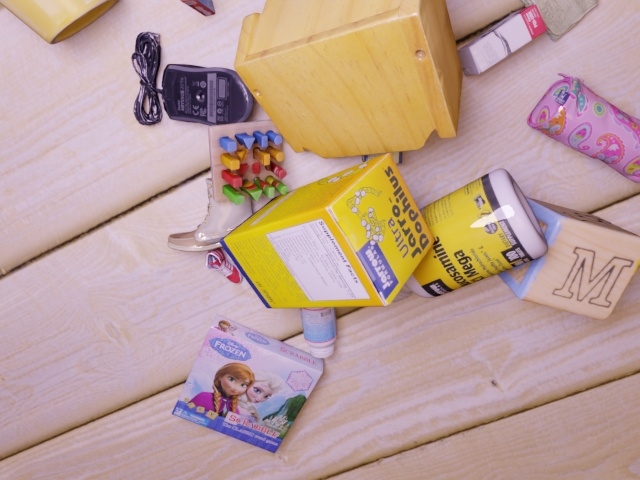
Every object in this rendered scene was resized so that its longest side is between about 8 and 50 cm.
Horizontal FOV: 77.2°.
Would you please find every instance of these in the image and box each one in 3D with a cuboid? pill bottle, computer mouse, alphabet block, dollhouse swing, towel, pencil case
[{"bbox_3d":[0.267,0.009,0.844,0.334,0.188,0.188,-30,108,31],"label":"pill bottle"},{"bbox_3d":[-0.003,0.212,1.018,0.087,0.087,0.160,-5,110,3],"label":"pill bottle"},{"bbox_3d":[-0.258,-0.317,0.847,0.272,0.072,0.188,15,112,9],"label":"computer mouse"},{"bbox_3d":[0.532,0.033,0.890,0.197,0.192,0.193,15,111,-3],"label":"alphabet block"},{"bbox_3d":[0.073,-0.378,0.738,0.346,0.305,0.315,2,147,35],"label":"dollhouse swing"},{"bbox_3d":[0.463,-0.486,0.788,0.148,0.027,0.110,42,104,-13],"label":"towel"},{"bbox_3d":[0.580,-0.230,0.829,0.284,0.124,0.124,26,108,-6],"label":"pencil case"}]

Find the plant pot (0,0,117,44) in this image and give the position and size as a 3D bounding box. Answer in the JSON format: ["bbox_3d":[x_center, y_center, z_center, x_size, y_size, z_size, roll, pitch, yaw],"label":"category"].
[{"bbox_3d":[-0.503,-0.500,0.700,0.254,0.254,0.239,-29,122,11],"label":"plant pot"}]

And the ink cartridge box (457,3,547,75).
[{"bbox_3d":[0.347,-0.389,0.787,0.135,0.099,0.056,-32,106,11],"label":"ink cartridge box"}]

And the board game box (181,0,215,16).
[{"bbox_3d":[-0.254,-0.567,0.711,0.027,0.145,0.281,-10,109,4],"label":"board game box"}]

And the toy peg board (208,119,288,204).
[{"bbox_3d":[-0.137,-0.156,0.834,0.161,0.079,0.161,-18,128,-33],"label":"toy peg board"}]

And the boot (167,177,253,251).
[{"bbox_3d":[-0.256,-0.062,0.929,0.213,0.077,0.165,-6,111,-4],"label":"boot"}]

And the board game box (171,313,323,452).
[{"bbox_3d":[-0.201,0.401,1.101,0.318,0.066,0.318,24,108,-7],"label":"board game box"}]

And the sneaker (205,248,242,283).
[{"bbox_3d":[-0.239,0.067,0.981,0.042,0.067,0.118,-30,107,12],"label":"sneaker"}]

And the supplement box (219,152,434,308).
[{"bbox_3d":[0.000,0.000,0.792,0.356,0.195,0.194,-11,116,49],"label":"supplement box"}]

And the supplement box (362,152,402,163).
[{"bbox_3d":[0.134,-0.213,0.877,0.083,0.056,0.083,-1,110,1],"label":"supplement box"}]
